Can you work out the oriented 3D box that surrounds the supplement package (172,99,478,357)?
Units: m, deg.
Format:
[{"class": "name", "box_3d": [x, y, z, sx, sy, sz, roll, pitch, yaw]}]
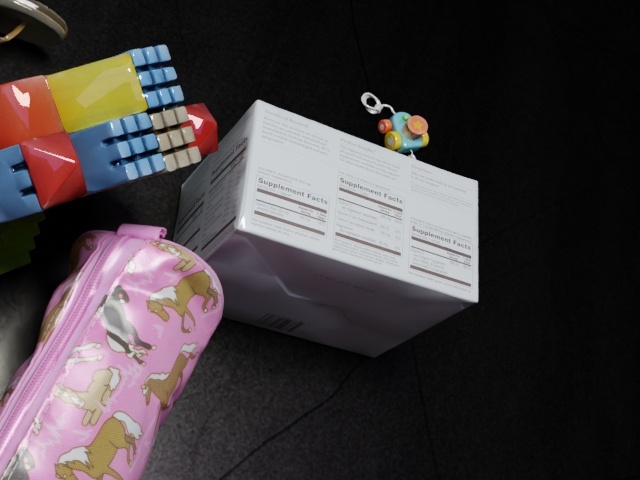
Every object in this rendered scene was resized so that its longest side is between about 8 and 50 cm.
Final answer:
[{"class": "supplement package", "box_3d": [0.000, 0.000, 1.015, 0.261, 0.204, 0.145, 18, 60, -23]}]

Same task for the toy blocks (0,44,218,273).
[{"class": "toy blocks", "box_3d": [-0.225, -0.080, 0.820, 0.381, 0.260, 0.191, -29, 104, -59]}]

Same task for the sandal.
[{"class": "sandal", "box_3d": [-0.369, -0.228, 0.983, 0.219, 0.090, 0.060, 13, 78, -29]}]

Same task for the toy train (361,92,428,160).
[{"class": "toy train", "box_3d": [0.083, -0.118, 1.227, 0.125, 0.046, 0.166, 29, 55, -17]}]

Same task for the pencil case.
[{"class": "pencil case", "box_3d": [-0.215, 0.167, 0.821, 0.160, 0.167, 0.386, 35, 53, -15]}]
